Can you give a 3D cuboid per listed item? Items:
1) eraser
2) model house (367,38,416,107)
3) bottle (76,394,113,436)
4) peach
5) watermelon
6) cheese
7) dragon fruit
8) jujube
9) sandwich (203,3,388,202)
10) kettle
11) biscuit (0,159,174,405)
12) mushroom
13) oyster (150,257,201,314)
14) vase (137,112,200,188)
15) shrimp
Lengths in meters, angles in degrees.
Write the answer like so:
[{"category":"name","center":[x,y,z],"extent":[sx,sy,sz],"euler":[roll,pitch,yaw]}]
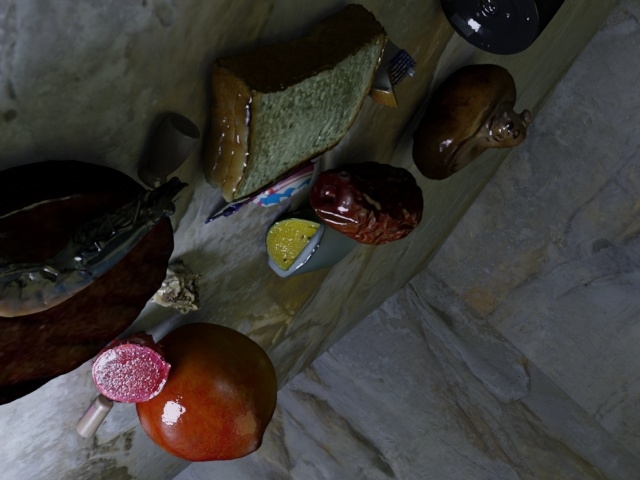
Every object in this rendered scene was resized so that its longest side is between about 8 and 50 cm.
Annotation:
[{"category":"eraser","center":[0.000,0.000,1.475],"extent":[0.189,0.104,0.290],"euler":[-56,162,17]},{"category":"model house","center":[0.124,-0.311,1.060],"extent":[0.101,0.100,0.088],"euler":[-48,163,5]},{"category":"bottle","center":[-0.505,0.393,1.268],"extent":[0.096,0.045,0.045],"euler":[-52,162,12]},{"category":"peach","center":[-0.252,0.349,1.288],"extent":[0.308,0.332,0.308],"euler":[-48,177,-3]},{"category":"watermelon","center":[-0.081,-0.011,1.288],"extent":[0.075,0.092,0.181],"euler":[-10,152,-40]},{"category":"cheese","center":[-0.104,-0.090,1.054],"extent":[0.244,0.062,0.155],"euler":[-31,-174,-16]},{"category":"dragon fruit","center":[-0.381,0.245,1.148],"extent":[0.153,0.153,0.111],"euler":[-50,-159,14]},{"category":"jujube","center":[0.112,-0.091,1.338],"extent":[0.216,0.216,0.342],"euler":[-52,154,19]},{"category":"sandwich","center":[-0.046,-0.209,0.895],"extent":[0.301,0.099,0.271],"euler":[-37,167,-34]},{"category":"kettle","center":[0.376,-0.522,1.083],"extent":[0.290,0.207,0.268],"euler":[-51,-166,-13]},{"category":"biscuit","center":[-0.381,0.063,0.733],"extent":[0.407,0.091,0.407],"euler":[-39,160,-17]},{"category":"mushroom","center":[0.398,-0.287,1.499],"extent":[0.345,0.259,0.345],"euler":[-41,162,-16]},{"category":"oyster","center":[-0.279,0.093,1.112],"extent":[0.108,0.053,0.165],"euler":[-56,156,-2]},{"category":"vase","center":[-0.211,-0.120,0.778],"extent":[0.101,0.053,0.053],"euler":[-50,163,27]},{"category":"shrimp","center":[-0.264,-0.019,0.604],"extent":[0.262,0.051,0.198],"euler":[-37,158,-14]}]
